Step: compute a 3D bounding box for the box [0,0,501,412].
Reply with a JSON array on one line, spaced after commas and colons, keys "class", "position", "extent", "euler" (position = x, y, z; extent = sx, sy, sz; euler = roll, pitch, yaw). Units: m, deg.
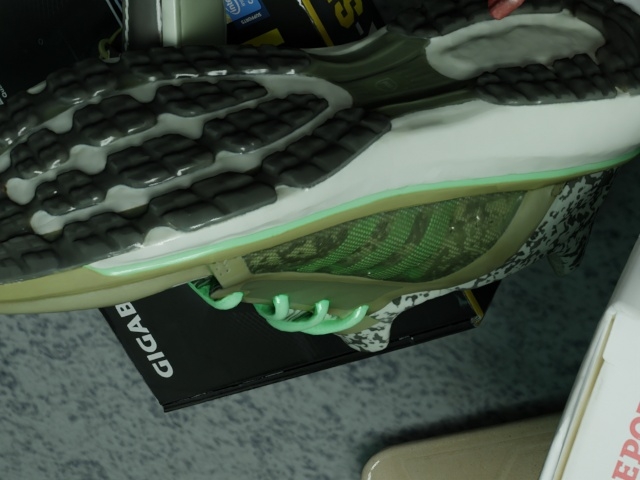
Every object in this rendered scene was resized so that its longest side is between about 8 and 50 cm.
[{"class": "box", "position": [-0.068, -0.064, 0.949], "extent": [0.257, 0.079, 0.322], "euler": [-19, 111, 31]}]

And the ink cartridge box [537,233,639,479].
[{"class": "ink cartridge box", "position": [0.189, 0.074, 0.737], "extent": [0.119, 0.353, 0.207], "euler": [21, 127, 14]}]

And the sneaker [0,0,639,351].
[{"class": "sneaker", "position": [0.000, 0.000, 0.783], "extent": [0.410, 0.158, 0.182], "euler": [-13, 127, -20]}]

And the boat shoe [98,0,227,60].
[{"class": "boat shoe", "position": [-0.090, -0.078, 0.848], "extent": [0.069, 0.081, 0.227], "euler": [8, 126, 16]}]

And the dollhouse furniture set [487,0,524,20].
[{"class": "dollhouse furniture set", "position": [0.159, -0.296, 0.641], "extent": [0.201, 0.152, 0.374], "euler": [46, 128, -8]}]

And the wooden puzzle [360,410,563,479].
[{"class": "wooden puzzle", "position": [0.175, 0.205, 1.034], "extent": [0.239, 0.044, 0.221], "euler": [-18, 111, 28]}]
